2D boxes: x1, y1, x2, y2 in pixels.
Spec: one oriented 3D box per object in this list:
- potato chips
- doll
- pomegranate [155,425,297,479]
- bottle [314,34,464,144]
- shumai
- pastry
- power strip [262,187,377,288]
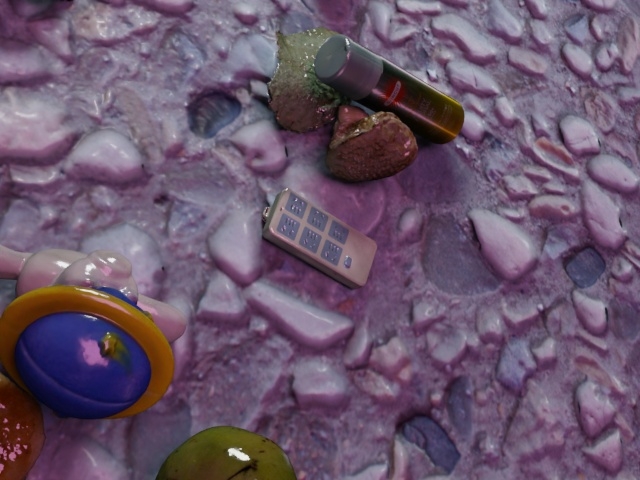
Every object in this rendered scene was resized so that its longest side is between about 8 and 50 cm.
[{"bbox_3d":[-0.015,-0.271,1.330,0.167,0.059,0.228,27,60,-30],"label":"potato chips"},{"bbox_3d":[-0.283,0.067,0.937,0.311,0.159,0.243,30,35,-15],"label":"doll"},{"bbox_3d":[-0.107,0.303,1.002,0.179,0.210,0.179,0,93,1],"label":"pomegranate"},{"bbox_3d":[0.114,-0.237,1.352,0.286,0.082,0.082,20,62,-40],"label":"bottle"},{"bbox_3d":[0.067,-0.161,1.313,0.145,0.145,0.116,9,51,-30],"label":"shumai"},{"bbox_3d":[-0.372,0.209,0.905,0.153,0.081,0.153,13,64,-30],"label":"pastry"},{"bbox_3d":[0.000,0.000,1.255,0.192,0.035,0.081,31,58,-19],"label":"power strip"}]
